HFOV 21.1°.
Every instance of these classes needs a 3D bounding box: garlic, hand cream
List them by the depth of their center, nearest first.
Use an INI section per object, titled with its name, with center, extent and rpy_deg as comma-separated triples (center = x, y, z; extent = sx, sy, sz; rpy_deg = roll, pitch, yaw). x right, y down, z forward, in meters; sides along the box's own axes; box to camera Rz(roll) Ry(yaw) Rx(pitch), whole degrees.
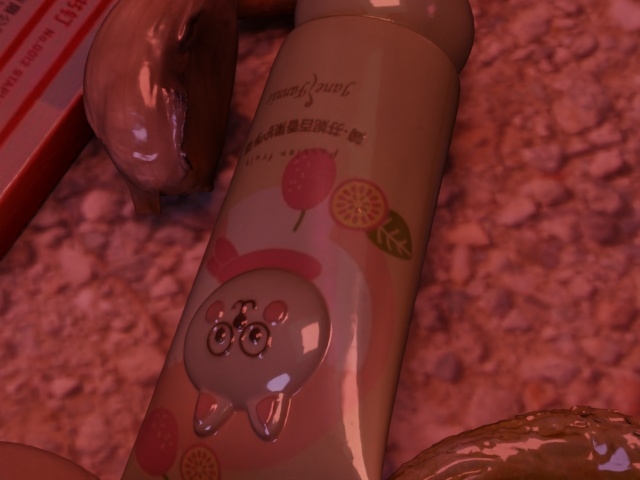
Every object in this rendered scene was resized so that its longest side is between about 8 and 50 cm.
[hand cream]
center = 0.000, 0.000, 0.819
extent = 0.147, 0.093, 0.306
rpy_deg = -3, 59, 34
[garlic]
center = -0.080, -0.087, 0.860
extent = 0.066, 0.084, 0.152
rpy_deg = 1, 79, 20

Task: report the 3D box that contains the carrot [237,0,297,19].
[carrot]
center = 0.060, -0.179, 0.926
extent = 0.263, 0.102, 0.102
rpy_deg = -25, 61, -3

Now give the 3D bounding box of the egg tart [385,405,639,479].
[egg tart]
center = 0.100, 0.159, 0.724
extent = 0.197, 0.078, 0.197
rpy_deg = -2, 57, 3

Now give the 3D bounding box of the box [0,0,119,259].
[box]
center = -0.177, -0.077, 0.892
extent = 0.123, 0.050, 0.229
rpy_deg = 25, 63, 14

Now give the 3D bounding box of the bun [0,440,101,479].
[bun]
center = -0.148, 0.162, 0.711
extent = 0.173, 0.120, 0.173
rpy_deg = -2, 62, 3
